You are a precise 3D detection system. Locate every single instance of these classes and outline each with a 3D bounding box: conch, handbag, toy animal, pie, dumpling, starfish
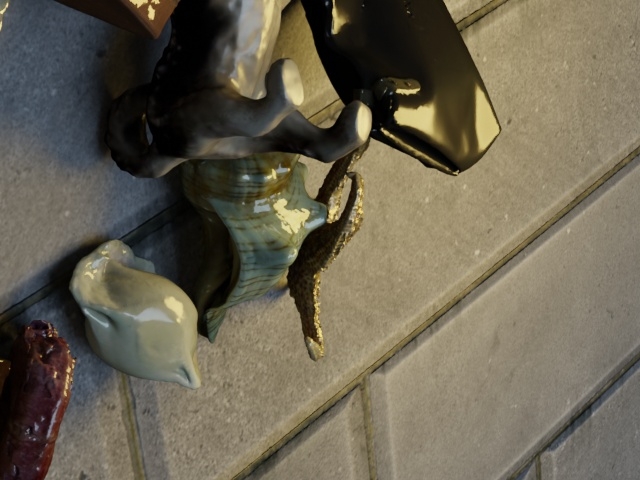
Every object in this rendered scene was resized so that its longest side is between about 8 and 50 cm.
[{"bbox_3d":[-0.078,-0.028,2.040,0.169,0.203,0.386,-9,126,-8],"label":"conch"},{"bbox_3d":[0.064,-0.229,2.005,0.152,0.342,0.288,-31,168,19],"label":"handbag"},{"bbox_3d":[-0.133,-0.237,1.857,0.194,0.302,0.344,-5,85,-57],"label":"toy animal"},{"bbox_3d":[-0.231,-0.276,1.714,0.072,0.193,0.151,-61,147,-10],"label":"handbag"},{"bbox_3d":[-0.316,0.183,1.825,0.054,0.218,0.204,17,79,-18],"label":"pie"},{"bbox_3d":[-0.209,0.077,1.986,0.229,0.124,0.151,47,30,-43],"label":"dumpling"},{"bbox_3d":[-0.004,-0.001,2.148,0.060,0.302,0.299,11,87,-10],"label":"starfish"}]

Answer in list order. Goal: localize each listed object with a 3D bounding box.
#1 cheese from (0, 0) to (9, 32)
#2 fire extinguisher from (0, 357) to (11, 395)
[{"bbox_3d":[-0.419,-0.198,1.369,0.153,0.332,0.292,43,33,-55],"label":"cheese"},{"bbox_3d":[-0.401,0.243,1.841,0.089,0.072,0.268,-3,111,-81],"label":"fire extinguisher"}]
